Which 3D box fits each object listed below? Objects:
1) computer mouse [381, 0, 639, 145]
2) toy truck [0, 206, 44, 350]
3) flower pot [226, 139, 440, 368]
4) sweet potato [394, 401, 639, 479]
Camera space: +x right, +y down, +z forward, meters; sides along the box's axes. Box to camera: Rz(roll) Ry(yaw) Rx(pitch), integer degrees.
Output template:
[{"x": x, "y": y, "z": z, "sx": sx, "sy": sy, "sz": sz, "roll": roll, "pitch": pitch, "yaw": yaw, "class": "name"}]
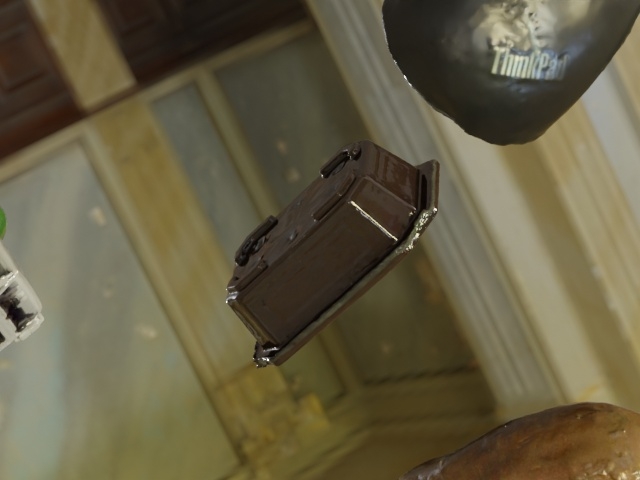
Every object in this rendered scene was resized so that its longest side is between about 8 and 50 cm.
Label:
[{"x": 0.165, "y": -0.205, "z": 1.368, "sx": 0.100, "sy": 0.170, "sz": 0.269, "roll": -23, "pitch": -148, "yaw": 57, "class": "computer mouse"}, {"x": -0.319, "y": -0.012, "z": 1.433, "sx": 0.125, "sy": 0.242, "sz": 0.101, "roll": -36, "pitch": 155, "yaw": -10, "class": "toy truck"}, {"x": 0.000, "y": 0.000, "z": 1.767, "sx": 0.251, "sy": 0.084, "sz": 0.179, "roll": -41, "pitch": -162, "yaw": 22, "class": "flower pot"}, {"x": 0.116, "y": 0.176, "z": 1.263, "sx": 0.292, "sy": 0.097, "sz": 0.097, "roll": -20, "pitch": -169, "yaw": 36, "class": "sweet potato"}]
